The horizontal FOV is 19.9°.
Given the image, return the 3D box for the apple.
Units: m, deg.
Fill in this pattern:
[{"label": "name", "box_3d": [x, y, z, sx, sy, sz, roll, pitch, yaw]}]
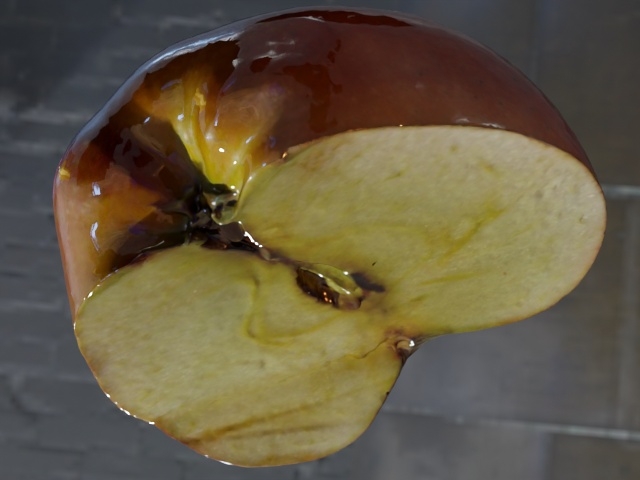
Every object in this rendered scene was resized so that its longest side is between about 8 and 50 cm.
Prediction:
[{"label": "apple", "box_3d": [0.000, 0.000, 1.239, 0.295, 0.328, 0.365, 15, 171, 39]}]
